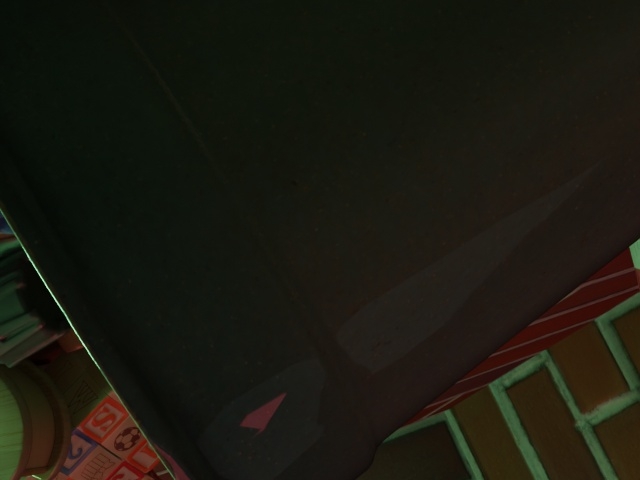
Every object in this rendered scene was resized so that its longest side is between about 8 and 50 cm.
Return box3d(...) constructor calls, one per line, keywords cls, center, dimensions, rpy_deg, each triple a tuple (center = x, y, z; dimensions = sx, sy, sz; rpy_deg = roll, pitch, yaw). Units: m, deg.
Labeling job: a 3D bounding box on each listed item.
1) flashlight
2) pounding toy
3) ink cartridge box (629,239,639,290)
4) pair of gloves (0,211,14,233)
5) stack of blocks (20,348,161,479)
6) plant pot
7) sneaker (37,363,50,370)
box3d(cls="flashlight", center=(-0.346, 0.114, 1.139), dimensions=(0.304, 0.103, 0.103), rpy_deg=(-28, 163, 16))
box3d(cls="pounding toy", center=(-0.303, 0.165, 1.285), dimensions=(0.269, 0.154, 0.155), rpy_deg=(-29, 165, 18))
box3d(cls="ink cartridge box", center=(0.338, -0.072, 1.046), dimensions=(0.160, 0.279, 0.384), rpy_deg=(-6, 151, 1))
box3d(cls="pair of gloves", center=(-0.219, -0.033, 0.982), dimensions=(0.159, 0.023, 0.198), rpy_deg=(-24, 167, -8))
box3d(cls="stack of blocks", center=(-0.231, 0.208, 1.381), dimensions=(0.297, 0.087, 0.171), rpy_deg=(-46, 141, -3))
box3d(cls="plant pot", center=(0.014, -0.055, 0.733), dimensions=(0.334, 0.341, 0.341), rpy_deg=(-31, 167, -7))
box3d(cls="sneaker", center=(-0.390, 0.260, 1.499), dimensions=(0.296, 0.147, 0.104), rpy_deg=(-28, 168, 14))
